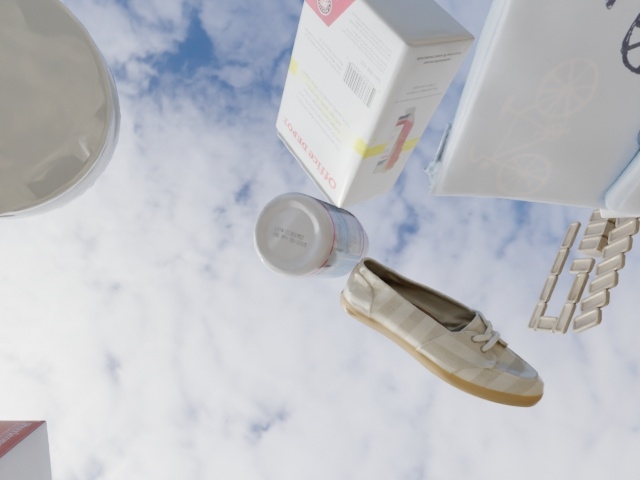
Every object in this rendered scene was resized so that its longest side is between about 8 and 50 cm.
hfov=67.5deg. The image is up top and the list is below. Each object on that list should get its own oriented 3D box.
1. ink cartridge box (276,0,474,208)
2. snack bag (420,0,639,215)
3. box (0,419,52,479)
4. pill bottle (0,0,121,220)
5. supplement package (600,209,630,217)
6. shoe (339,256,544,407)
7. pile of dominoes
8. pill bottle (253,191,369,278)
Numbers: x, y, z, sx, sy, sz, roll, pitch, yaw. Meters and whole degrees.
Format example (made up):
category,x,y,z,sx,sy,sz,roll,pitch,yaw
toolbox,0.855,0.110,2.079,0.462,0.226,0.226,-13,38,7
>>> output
category,x,y,z,sx,sy,sz,roll,pitch,yaw
ink cartridge box,0.073,-0.295,0.934,0.161,0.384,0.279,-20,-118,-30
snack bag,0.274,-0.137,0.328,0.343,0.323,0.037,6,-135,-2
box,-0.553,0.343,0.578,0.346,0.215,0.168,0,-83,1
pill bottle,-0.343,-0.141,0.516,0.224,0.392,0.223,-6,-78,-27
supplement package,0.549,-0.156,0.658,0.177,0.293,0.175,58,-132,-33
shoe,0.119,0.087,0.475,0.076,0.219,0.058,-29,-37,-58
pile of dominoes,0.478,0.059,0.848,0.040,0.196,0.251,26,-97,-3
pill bottle,0.000,0.000,0.541,0.160,0.087,0.087,12,-96,-67
